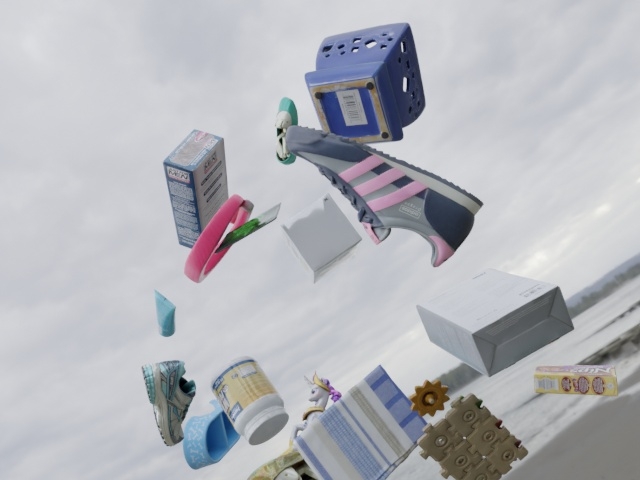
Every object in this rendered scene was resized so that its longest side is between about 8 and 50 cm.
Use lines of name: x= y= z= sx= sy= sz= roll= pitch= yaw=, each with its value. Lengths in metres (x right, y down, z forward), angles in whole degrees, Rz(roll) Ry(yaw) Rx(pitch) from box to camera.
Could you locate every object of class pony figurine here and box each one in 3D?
pony figurine: x=0.053 y=0.684 z=2.104 sx=0.303 sy=0.351 sz=0.363 roll=89 pitch=-161 yaw=-55

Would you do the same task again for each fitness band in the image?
fitness band: x=-0.242 y=0.001 z=1.349 sx=0.209 sy=0.054 sz=0.291 roll=-56 pitch=2 yaw=-22

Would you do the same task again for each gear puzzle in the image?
gear puzzle: x=0.292 y=0.410 z=1.217 sx=0.175 sy=0.339 sz=0.044 roll=-43 pitch=23 yaw=2

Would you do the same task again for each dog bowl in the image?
dog bowl: x=-0.346 y=0.633 z=1.883 sx=0.074 sy=0.166 sz=0.297 roll=-11 pitch=4 yaw=17

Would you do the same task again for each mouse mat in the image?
mouse mat: x=-0.155 y=-0.030 z=1.249 sx=0.153 sy=0.007 sz=0.189 roll=-30 pitch=11 yaw=7

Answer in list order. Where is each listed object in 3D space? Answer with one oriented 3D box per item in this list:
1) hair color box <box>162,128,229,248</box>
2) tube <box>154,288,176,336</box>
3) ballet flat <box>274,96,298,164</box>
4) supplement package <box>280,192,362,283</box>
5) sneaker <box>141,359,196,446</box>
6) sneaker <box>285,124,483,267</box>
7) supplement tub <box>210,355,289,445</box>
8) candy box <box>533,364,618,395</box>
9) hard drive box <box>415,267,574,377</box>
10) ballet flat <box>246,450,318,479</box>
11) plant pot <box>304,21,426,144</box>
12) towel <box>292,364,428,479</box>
hair color box: x=-0.368 y=-0.143 z=1.737 sx=0.347 sy=0.105 sz=0.174 roll=95 pitch=-162 yaw=-47
tube: x=-0.437 y=0.209 z=1.608 sx=0.052 sy=0.080 sz=0.207 roll=-52 pitch=-10 yaw=-33
ballet flat: x=-0.127 y=-0.393 z=2.069 sx=0.087 sy=0.083 sz=0.247 roll=-32 pitch=-55 yaw=-58
supplement package: x=0.000 y=0.000 z=1.973 sx=0.198 sy=0.199 sz=0.262 roll=-34 pitch=-10 yaw=-8
sneaker: x=-0.384 y=0.435 z=1.515 sx=0.122 sy=0.110 sz=0.283 roll=-15 pitch=-55 yaw=-16
sneaker: x=0.075 y=-0.069 z=0.863 sx=0.131 sy=0.319 sz=0.112 roll=-66 pitch=-9 yaw=5
supplement tub: x=-0.187 y=0.421 z=1.506 sx=0.144 sy=0.199 sz=0.144 roll=-27 pitch=-36 yaw=-22
candy box: x=0.636 y=0.348 z=1.423 sx=0.187 sy=0.053 sz=0.109 roll=-6 pitch=-1 yaw=26
hard drive box: x=0.312 y=0.140 z=1.055 sx=0.181 sy=0.089 sz=0.232 roll=-26 pitch=11 yaw=-9
ballet flat: x=-0.049 y=0.682 z=1.682 sx=0.349 sy=0.123 sz=0.123 roll=-15 pitch=-25 yaw=-25
plant pot: x=0.105 y=-0.361 z=1.381 sx=0.212 sy=0.236 sz=0.236 roll=-62 pitch=-38 yaw=-41
towel: x=0.099 y=0.456 z=1.321 sx=0.285 sy=0.209 sz=0.034 roll=-37 pitch=-5 yaw=-20
